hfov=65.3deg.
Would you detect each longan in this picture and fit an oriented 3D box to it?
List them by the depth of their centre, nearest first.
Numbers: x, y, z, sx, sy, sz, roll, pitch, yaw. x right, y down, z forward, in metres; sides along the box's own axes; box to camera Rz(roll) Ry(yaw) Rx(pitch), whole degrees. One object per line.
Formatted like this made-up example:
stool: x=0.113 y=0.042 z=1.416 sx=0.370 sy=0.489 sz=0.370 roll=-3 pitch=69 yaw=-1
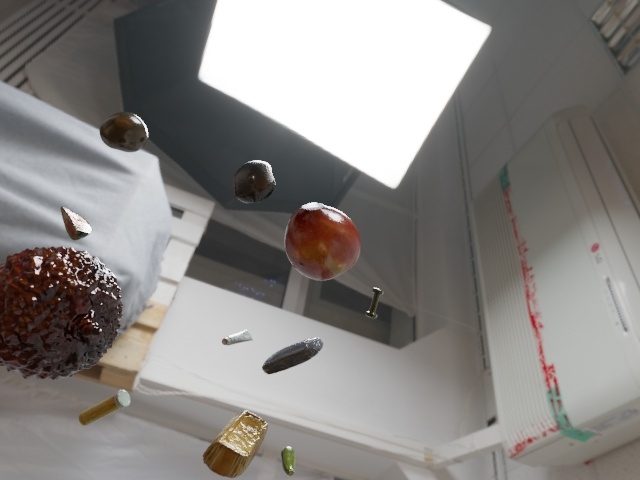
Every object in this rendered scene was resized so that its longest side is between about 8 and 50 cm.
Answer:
longan: x=-0.779 y=-0.428 z=1.980 sx=0.167 sy=0.188 sz=0.167 roll=-6 pitch=90 yaw=-75

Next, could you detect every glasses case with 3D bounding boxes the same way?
glasses case: x=-0.111 y=0.447 z=1.940 sx=0.283 sy=0.067 sz=0.109 roll=-26 pitch=-167 yaw=28

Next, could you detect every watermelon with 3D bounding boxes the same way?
watermelon: x=-0.854 y=-0.042 z=1.735 sx=0.069 sy=0.087 sz=0.163 roll=-51 pitch=-127 yaw=2

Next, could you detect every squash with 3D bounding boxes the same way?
squash: x=-0.142 y=0.989 z=2.240 sx=0.201 sy=0.067 sz=0.066 roll=-146 pitch=-103 yaw=-81

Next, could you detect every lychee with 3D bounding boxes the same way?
lychee: x=-0.813 y=0.221 z=1.531 sx=0.500 sy=0.425 sz=0.424 roll=6 pitch=-108 yaw=42

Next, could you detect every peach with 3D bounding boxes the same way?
peach: x=0.000 y=0.000 z=2.381 sx=0.388 sy=0.389 sz=0.387 roll=-160 pitch=-90 yaw=-80

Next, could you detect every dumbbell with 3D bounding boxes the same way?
dumbbell: x=0.213 y=0.246 z=1.962 sx=0.052 sy=0.046 sz=0.117 roll=30 pitch=76 yaw=-75

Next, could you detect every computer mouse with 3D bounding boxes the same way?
computer mouse: x=-0.294 y=-0.268 z=2.177 sx=0.323 sy=0.183 sz=0.116 roll=-112 pitch=-179 yaw=-61

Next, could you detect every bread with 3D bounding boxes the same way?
bread: x=-0.295 y=0.724 z=1.796 sx=0.119 sy=0.153 sz=0.288 roll=-63 pitch=173 yaw=11

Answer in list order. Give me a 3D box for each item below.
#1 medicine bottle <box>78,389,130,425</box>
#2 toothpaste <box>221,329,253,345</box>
medicine bottle: x=-0.910 y=0.707 z=2.101 sx=0.218 sy=0.073 sz=0.074 roll=-29 pitch=-160 yaw=10
toothpaste: x=-0.302 y=0.359 z=1.835 sx=0.033 sy=0.052 sz=0.218 roll=-39 pitch=167 yaw=10
